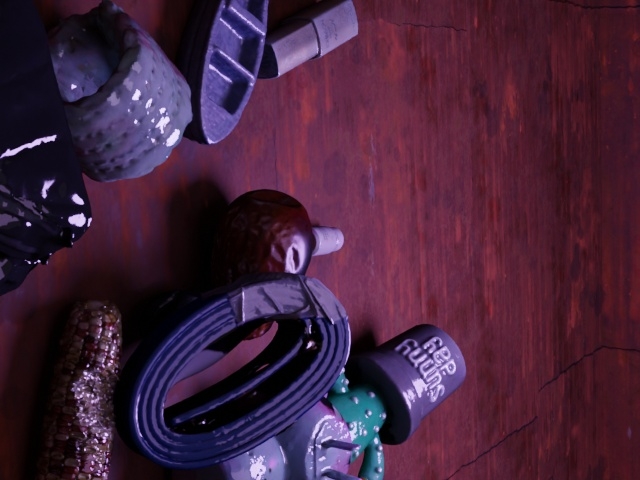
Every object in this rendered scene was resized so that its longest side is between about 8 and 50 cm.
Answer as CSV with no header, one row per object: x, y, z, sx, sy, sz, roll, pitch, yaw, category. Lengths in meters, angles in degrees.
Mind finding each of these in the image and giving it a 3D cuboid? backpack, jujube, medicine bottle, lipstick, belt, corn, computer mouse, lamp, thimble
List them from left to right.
-0.436,-0.076,1.027,0.445,0.254,0.363,-34,117,-45,backpack
-0.311,0.218,1.378,0.098,0.098,0.290,22,73,-56,corn
-0.266,-0.191,1.333,0.149,0.185,0.211,51,43,-47,thimble
-0.204,0.119,1.561,0.172,0.057,0.099,9,94,-46,computer mouse
-0.127,0.179,1.480,0.347,0.117,0.212,-31,97,-21,belt
-0.097,0.039,1.649,0.168,0.168,0.237,-15,122,-56,jujube
-0.068,0.339,1.639,0.301,0.247,0.247,-9,98,-49,lamp
-0.030,-0.342,1.783,0.253,0.077,0.079,-43,127,-48,lipstick
0.000,0.000,1.881,0.089,0.052,0.052,-6,98,-57,medicine bottle

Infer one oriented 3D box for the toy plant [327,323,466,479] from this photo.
0.084,0.295,1.927,0.400,0.185,0.280,-30,124,-34,toy plant

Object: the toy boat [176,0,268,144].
-0.152,-0.274,1.600,0.127,0.078,0.283,36,63,-53,toy boat
